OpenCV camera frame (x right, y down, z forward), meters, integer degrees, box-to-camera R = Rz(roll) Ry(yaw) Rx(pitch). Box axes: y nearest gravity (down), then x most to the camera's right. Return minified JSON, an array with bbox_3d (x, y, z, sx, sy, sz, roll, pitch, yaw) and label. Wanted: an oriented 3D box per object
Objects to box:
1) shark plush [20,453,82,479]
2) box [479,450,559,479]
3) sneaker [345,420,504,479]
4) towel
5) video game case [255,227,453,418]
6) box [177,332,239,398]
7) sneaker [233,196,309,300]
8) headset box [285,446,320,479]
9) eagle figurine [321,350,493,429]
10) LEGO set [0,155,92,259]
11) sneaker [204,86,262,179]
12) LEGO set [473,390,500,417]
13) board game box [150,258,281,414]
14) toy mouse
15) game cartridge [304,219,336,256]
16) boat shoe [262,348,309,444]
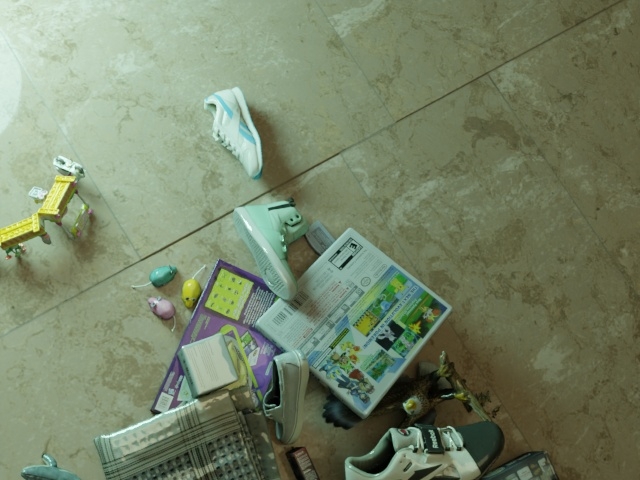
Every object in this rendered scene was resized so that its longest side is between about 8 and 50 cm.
[{"bbox_3d":[-0.483,0.464,1.401,0.161,0.067,0.073,33,67,-6],"label":"shark plush"},{"bbox_3d":[0.380,0.679,1.606,0.395,0.097,0.318,-18,78,-21],"label":"box"},{"bbox_3d":[0.203,0.420,1.467,0.331,0.122,0.146,-25,113,-5],"label":"sneaker"},{"bbox_3d":[-0.236,0.472,1.456,0.324,0.056,0.312,-18,88,-17],"label":"towel"},{"bbox_3d":[0.078,0.166,1.609,0.300,0.036,0.329,39,61,12],"label":"video game case"},{"bbox_3d":[-0.224,0.250,1.483,0.087,0.102,0.101,-18,80,-20],"label":"box"},{"bbox_3d":[-0.072,0.008,1.625,0.151,0.094,0.256,-16,57,-24],"label":"sneaker"},{"bbox_3d":[-0.039,0.465,1.549,0.032,0.062,0.083,-24,84,-23],"label":"headset box"},{"bbox_3d":[0.179,0.370,1.608,0.298,0.225,0.226,-35,42,5],"label":"eagle figurine"},{"bbox_3d":[-0.567,-0.033,1.525,0.132,0.107,0.287,27,68,29],"label":"LEGO set"},{"bbox_3d":[-0.193,-0.236,1.701,0.092,0.087,0.228,-18,73,-15],"label":"sneaker"},{"bbox_3d":[0.379,0.380,1.738,0.054,0.023,0.083,-37,101,-22],"label":"LEGO set"},{"bbox_3d":[-0.192,0.235,1.578,0.208,0.056,0.346,24,68,-6],"label":"board game box"},{"bbox_3d":[-0.326,0.107,1.578,0.143,0.031,0.161,15,70,-14],"label":"toy mouse"},{"bbox_3d":[0.000,0.000,1.726,0.056,0.017,0.083,-38,88,-27],"label":"game cartridge"},{"bbox_3d":[-0.080,0.322,1.519,0.081,0.079,0.227,-4,118,-23],"label":"boat shoe"}]
